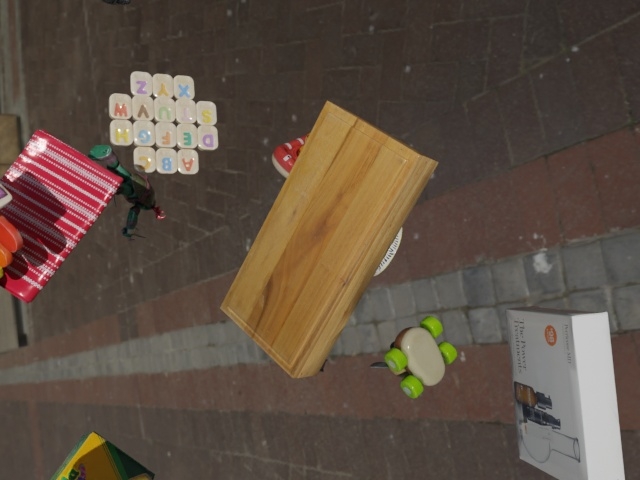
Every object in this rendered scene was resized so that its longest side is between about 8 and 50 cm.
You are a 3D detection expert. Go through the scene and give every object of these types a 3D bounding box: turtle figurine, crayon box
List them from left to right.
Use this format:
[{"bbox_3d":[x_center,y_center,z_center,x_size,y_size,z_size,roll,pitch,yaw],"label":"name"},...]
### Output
[{"bbox_3d":[-0.482,0.544,1.232,0.165,0.278,0.081,42,142,-13],"label":"crayon box"},{"bbox_3d":[-0.449,-0.112,1.444,0.175,0.118,0.234,59,178,31],"label":"turtle figurine"}]

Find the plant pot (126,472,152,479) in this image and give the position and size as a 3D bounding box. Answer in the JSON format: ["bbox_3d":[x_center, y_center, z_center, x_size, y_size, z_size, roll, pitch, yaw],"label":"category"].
[{"bbox_3d":[-0.317,0.474,0.894,0.254,0.239,0.254,44,150,34],"label":"plant pot"}]

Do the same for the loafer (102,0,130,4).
[{"bbox_3d":[-0.508,-0.648,1.542,0.076,0.078,0.223,-52,40,34],"label":"loafer"}]

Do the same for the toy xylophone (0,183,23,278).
[{"bbox_3d":[-0.591,-0.012,0.975,0.236,0.081,0.323,48,131,2],"label":"toy xylophone"}]

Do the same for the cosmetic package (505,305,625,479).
[{"bbox_3d":[0.548,0.345,1.425,0.284,0.098,0.377,165,101,-75],"label":"cosmetic package"}]

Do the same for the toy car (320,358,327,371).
[{"bbox_3d":[0.001,0.261,1.504,0.041,0.060,0.122,16,98,15],"label":"toy car"}]

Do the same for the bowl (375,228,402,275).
[{"bbox_3d":[0.142,0.005,1.695,0.170,0.080,0.170,-53,20,29],"label":"bowl"}]

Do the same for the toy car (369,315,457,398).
[{"bbox_3d":[0.201,0.275,1.504,0.149,0.155,0.188,60,152,-11],"label":"toy car"}]

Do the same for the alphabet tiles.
[{"bbox_3d":[-0.417,-0.316,1.670,0.021,0.284,0.277,161,107,-65],"label":"alphabet tiles"}]

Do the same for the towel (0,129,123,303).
[{"bbox_3d":[-0.507,-0.048,1.103,0.199,0.274,0.031,31,168,9],"label":"towel"}]

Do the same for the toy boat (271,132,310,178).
[{"bbox_3d":[-0.045,-0.288,2.025,0.151,0.231,0.151,47,135,13],"label":"toy boat"}]

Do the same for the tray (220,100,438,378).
[{"bbox_3d":[0.000,0.000,1.033,0.203,0.076,0.410,37,108,32],"label":"tray"}]
